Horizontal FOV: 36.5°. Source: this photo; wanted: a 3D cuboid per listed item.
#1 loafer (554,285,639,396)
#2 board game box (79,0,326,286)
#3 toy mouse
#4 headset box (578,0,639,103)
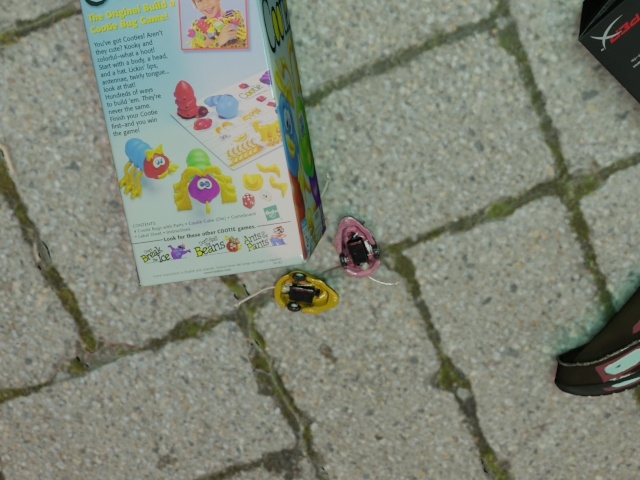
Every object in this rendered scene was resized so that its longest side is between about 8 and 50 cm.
[{"bbox_3d":[0.312,0.072,0.904,0.220,0.080,0.078,-28,95,9],"label":"loafer"},{"bbox_3d":[-0.093,-0.119,0.812,0.144,0.142,0.275,-8,101,9],"label":"board game box"},{"bbox_3d":[0.000,0.000,0.922,0.161,0.031,0.143,5,110,3],"label":"toy mouse"},{"bbox_3d":[0.387,-0.145,0.772,0.293,0.110,0.218,42,123,-10],"label":"headset box"}]
